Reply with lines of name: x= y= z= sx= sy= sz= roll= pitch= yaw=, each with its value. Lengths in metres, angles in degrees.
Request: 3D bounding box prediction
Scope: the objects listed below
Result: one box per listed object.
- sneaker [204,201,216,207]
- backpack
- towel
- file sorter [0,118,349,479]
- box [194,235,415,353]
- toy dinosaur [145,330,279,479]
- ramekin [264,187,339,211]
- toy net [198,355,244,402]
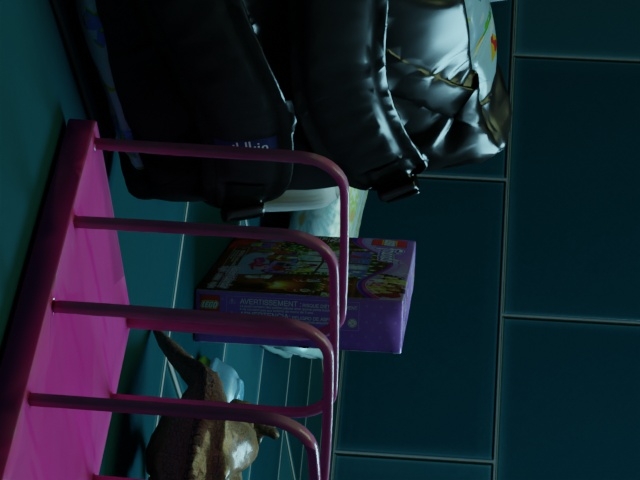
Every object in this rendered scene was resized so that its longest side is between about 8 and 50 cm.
sneaker: x=-0.070 y=-0.138 z=1.372 sx=0.315 sy=0.127 sz=0.182 roll=90 pitch=3 yaw=-48
backpack: x=-0.034 y=-0.193 z=1.106 sx=0.355 sy=0.290 sz=0.273 roll=58 pitch=26 yaw=-70
towel: x=0.000 y=0.000 z=2.298 sx=0.374 sy=0.090 sz=0.321 roll=71 pitch=31 yaw=-85
file sorter: x=-0.082 y=0.102 z=1.067 sx=0.202 sy=0.182 sz=0.291 roll=88 pitch=7 yaw=-48
box: x=-0.008 y=0.048 z=1.788 sx=0.293 sy=0.201 sz=0.057 roll=-66 pitch=159 yaw=-78
toy dinosaur: x=-0.098 y=0.192 z=1.339 sx=0.200 sy=0.127 sz=0.296 roll=60 pitch=28 yaw=-69
ramekin: x=-0.030 y=-0.129 z=1.955 sx=0.207 sy=0.109 sz=0.207 roll=3 pitch=90 yaw=-85
toy net: x=-0.109 y=0.217 z=1.649 sx=0.232 sy=0.045 sz=0.122 roll=-77 pitch=171 yaw=-55
